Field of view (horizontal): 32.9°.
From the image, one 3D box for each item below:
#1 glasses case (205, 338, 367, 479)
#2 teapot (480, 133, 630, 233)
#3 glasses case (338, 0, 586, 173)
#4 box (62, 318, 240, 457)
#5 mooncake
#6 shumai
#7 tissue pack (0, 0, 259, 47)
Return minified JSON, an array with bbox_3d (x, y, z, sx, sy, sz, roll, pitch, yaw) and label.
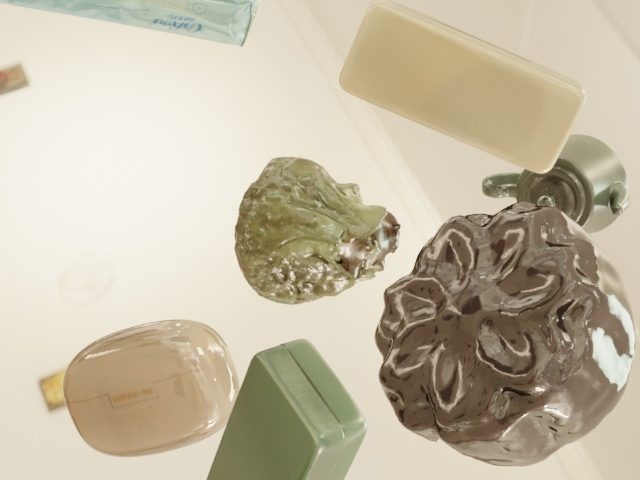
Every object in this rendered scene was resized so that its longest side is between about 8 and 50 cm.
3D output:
[{"bbox_3d":[-0.030,0.150,0.688,0.078,0.039,0.184,51,-42,31],"label":"glasses case"},{"bbox_3d":[0.363,-0.072,1.676,0.239,0.149,0.162,14,-67,31],"label":"teapot"},{"bbox_3d":[0.202,-0.222,1.556,0.076,0.336,0.144,-74,-172,-68],"label":"glasses case"},{"bbox_3d":[-0.188,0.164,1.200,0.088,0.200,0.146,-47,119,-72],"label":"box"},{"bbox_3d":[0.187,0.092,1.156,0.141,0.283,0.283,32,16,-43],"label":"mooncake"},{"bbox_3d":[-0.001,0.000,1.704,0.218,0.189,0.256,10,-52,38],"label":"shumai"},{"bbox_3d":[-0.188,-0.277,0.987,0.089,0.263,0.177,121,-26,-54],"label":"tissue pack"}]
